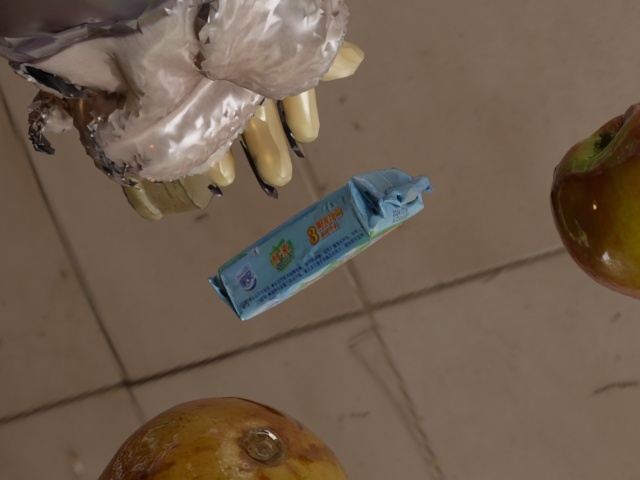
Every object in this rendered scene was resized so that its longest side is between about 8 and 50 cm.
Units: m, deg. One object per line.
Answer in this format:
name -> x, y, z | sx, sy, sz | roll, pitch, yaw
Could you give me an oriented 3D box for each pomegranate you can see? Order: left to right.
pomegranate -> -0.083, 0.272, 1.168 | 0.264, 0.264, 0.264 | 18, 120, 35

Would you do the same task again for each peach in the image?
peach -> 0.314, -0.027, 1.234 | 0.197, 0.197, 0.197 | 18, 120, 35

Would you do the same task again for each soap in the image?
soap -> 0.000, 0.000, 1.690 | 0.293, 0.156, 0.077 | -34, 85, 27

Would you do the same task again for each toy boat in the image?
toy boat -> -0.125, -0.106, 1.162 | 0.061, 0.116, 0.188 | 5, 107, 20

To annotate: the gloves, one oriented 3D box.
gloves -> -0.053, -0.074, 0.395 | 0.144, 0.110, 0.094 | 67, -176, -63
